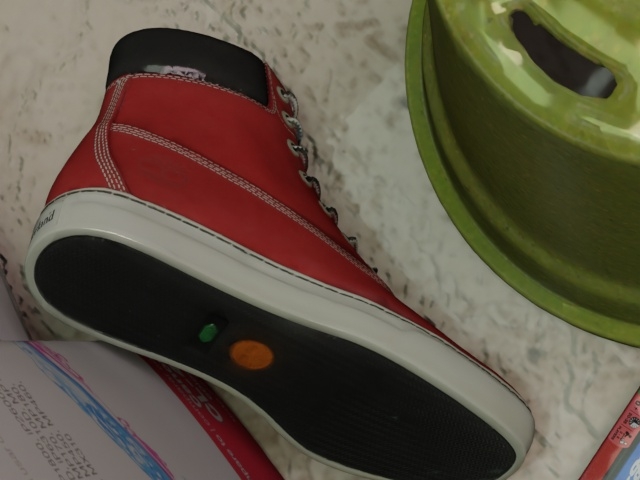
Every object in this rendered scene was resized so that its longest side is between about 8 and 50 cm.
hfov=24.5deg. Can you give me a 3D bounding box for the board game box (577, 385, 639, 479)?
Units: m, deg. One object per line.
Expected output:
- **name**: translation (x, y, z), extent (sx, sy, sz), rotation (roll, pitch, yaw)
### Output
- **board game box**: translation (0.130, 0.216, 0.655), extent (0.145, 0.027, 0.281), rotation (33, 93, 13)

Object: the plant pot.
- **plant pot**: translation (0.146, -0.098, 0.566), extent (0.276, 0.254, 0.276), rotation (-2, 83, 13)

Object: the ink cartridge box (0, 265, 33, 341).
- **ink cartridge box**: translation (-0.309, 0.041, 0.663), extent (0.270, 0.198, 0.197), rotation (-38, 54, 8)

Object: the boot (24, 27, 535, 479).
- **boot**: translation (0.000, 0.000, 0.681), extent (0.244, 0.176, 0.088), rotation (31, 131, -16)

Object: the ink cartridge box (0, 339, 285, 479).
- **ink cartridge box**: translation (-0.152, 0.151, 0.585), extent (0.226, 0.306, 0.131), rotation (-40, 77, 6)
